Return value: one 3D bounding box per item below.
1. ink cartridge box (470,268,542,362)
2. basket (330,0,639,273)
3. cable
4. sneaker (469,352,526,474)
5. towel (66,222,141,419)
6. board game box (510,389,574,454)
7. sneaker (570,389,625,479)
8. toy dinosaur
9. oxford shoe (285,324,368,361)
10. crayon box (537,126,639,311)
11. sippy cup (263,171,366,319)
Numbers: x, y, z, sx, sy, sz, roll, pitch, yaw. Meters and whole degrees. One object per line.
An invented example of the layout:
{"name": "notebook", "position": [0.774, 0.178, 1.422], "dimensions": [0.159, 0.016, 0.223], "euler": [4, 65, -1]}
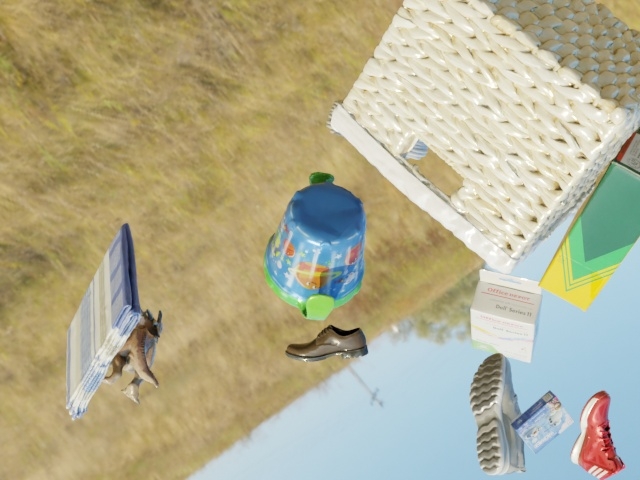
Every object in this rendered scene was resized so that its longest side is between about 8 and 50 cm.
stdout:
{"name": "ink cartridge box", "position": [0.592, 0.246, 2.346], "dimensions": [0.353, 0.207, 0.119], "euler": [70, 38, -54]}
{"name": "basket", "position": [0.262, -0.195, 1.001], "dimensions": [0.331, 0.328, 0.266], "euler": [-31, 159, -48]}
{"name": "cable", "position": [0.143, -0.268, 1.770], "dimensions": [0.257, 0.257, 0.089], "euler": [9, 106, -37]}
{"name": "sneaker", "position": [0.418, 0.401, 1.690], "dimensions": [0.105, 0.115, 0.281], "euler": [-31, -133, 53]}
{"name": "towel", "position": [-0.369, 0.138, 1.235], "dimensions": [0.285, 0.034, 0.209], "euler": [-55, -144, 30]}
{"name": "board game box", "position": [0.382, 0.314, 1.260], "dimensions": [0.090, 0.090, 0.020], "euler": [-41, -145, 0]}
{"name": "sneaker", "position": [0.692, 0.478, 1.765], "dimensions": [0.087, 0.128, 0.221], "euler": [-14, 121, -30]}
{"name": "toy dinosaur", "position": [-0.401, 0.232, 1.603], "dimensions": [0.200, 0.127, 0.295], "euler": [-58, -159, -15]}
{"name": "oxford shoe", "position": [0.012, 0.273, 1.992], "dimensions": [0.227, 0.096, 0.083], "euler": [-9, -169, 6]}
{"name": "crayon box", "position": [0.541, -0.102, 1.286], "dimensions": [0.363, 0.106, 0.313], "euler": [-48, 162, -36]}
{"name": "sippy cup", "position": [0.000, 0.000, 1.591], "dimensions": [0.240, 0.305, 0.224], "euler": [-26, 154, -25]}
